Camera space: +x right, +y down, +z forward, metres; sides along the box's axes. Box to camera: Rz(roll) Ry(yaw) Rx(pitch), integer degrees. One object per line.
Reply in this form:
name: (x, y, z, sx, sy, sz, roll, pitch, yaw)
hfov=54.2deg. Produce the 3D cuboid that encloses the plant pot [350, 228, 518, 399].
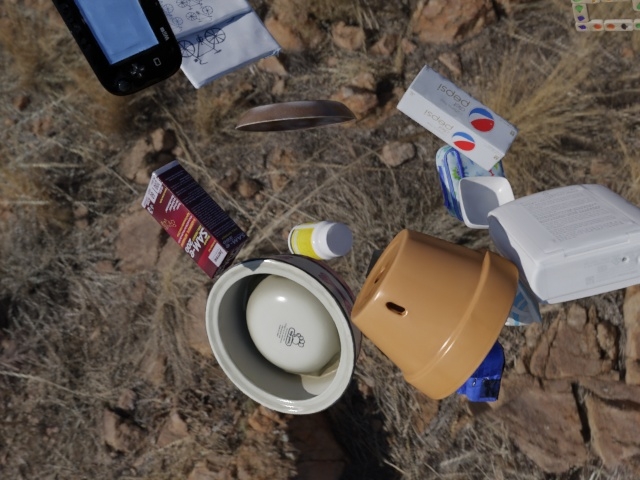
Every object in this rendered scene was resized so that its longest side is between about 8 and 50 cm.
plant pot: (0.191, 0.111, 1.148, 0.203, 0.291, 0.291, 32, 75, -3)

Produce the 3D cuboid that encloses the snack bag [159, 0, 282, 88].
snack bag: (-0.330, -0.636, 1.856, 0.323, 0.037, 0.343, -32, 83, -23)

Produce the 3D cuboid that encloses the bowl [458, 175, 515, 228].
bowl: (0.419, -0.090, 1.591, 0.141, 0.053, 0.142, -2, 65, -8)

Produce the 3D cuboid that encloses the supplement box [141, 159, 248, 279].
supplement box: (-0.280, -0.044, 1.384, 0.239, 0.130, 0.073, 45, 50, 6)

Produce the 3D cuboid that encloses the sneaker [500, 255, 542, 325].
sneaker: (0.425, 0.120, 1.399, 0.092, 0.229, 0.087, -16, 41, 23)

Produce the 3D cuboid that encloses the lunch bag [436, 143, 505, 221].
lunch bag: (0.418, -0.170, 1.733, 0.176, 0.219, 0.090, -17, 14, -9)

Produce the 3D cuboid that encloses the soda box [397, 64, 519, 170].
soda box: (0.257, -0.229, 1.177, 0.216, 0.069, 0.074, 35, 64, 1)

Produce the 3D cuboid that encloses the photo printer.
photo printer: (0.470, -0.010, 1.189, 0.255, 0.107, 0.307, -15, 23, 2)

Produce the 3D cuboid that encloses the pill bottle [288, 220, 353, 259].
pill bottle: (0.000, 0.000, 1.911, 0.208, 0.119, 0.119, -3, 55, 58)

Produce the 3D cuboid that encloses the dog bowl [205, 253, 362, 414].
dog bowl: (-0.076, 0.213, 1.543, 0.407, 0.408, 0.150, 9, 21, 24)

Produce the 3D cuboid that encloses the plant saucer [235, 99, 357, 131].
plant saucer: (-0.063, -0.316, 1.591, 0.310, 0.310, 0.050, -4, 95, 21)

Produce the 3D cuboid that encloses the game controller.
game controller: (-0.376, -0.416, 1.123, 0.166, 0.319, 0.067, -20, 43, 2)

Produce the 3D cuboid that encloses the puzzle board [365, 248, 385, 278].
puzzle board: (0.188, 0.067, 1.601, 0.128, 0.011, 0.096, 6, 49, 20)

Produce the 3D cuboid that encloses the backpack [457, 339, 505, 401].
backpack: (0.316, 0.252, 1.259, 0.101, 0.120, 0.098, 2, 24, -11)

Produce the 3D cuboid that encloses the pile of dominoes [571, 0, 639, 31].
pile of dominoes: (0.616, -0.466, 1.230, 0.251, 0.196, 0.040, 12, 74, 35)
